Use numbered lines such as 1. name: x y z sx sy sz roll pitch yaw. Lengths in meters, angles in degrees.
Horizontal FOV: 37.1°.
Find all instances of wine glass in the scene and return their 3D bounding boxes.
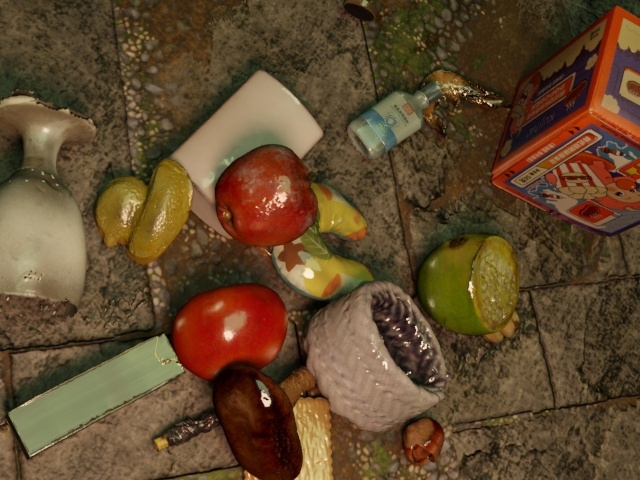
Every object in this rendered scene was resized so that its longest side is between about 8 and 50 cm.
1. wine glass: -0.455 -0.042 1.504 0.190 0.190 0.357 7 73 -19

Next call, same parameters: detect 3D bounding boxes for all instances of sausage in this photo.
1. sausage: -0.069 0.039 1.717 0.116 0.026 0.026 38 65 -6

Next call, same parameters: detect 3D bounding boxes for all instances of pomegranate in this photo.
1. pomegranate: 0.278 0.085 1.775 0.240 0.159 0.190 16 75 -46

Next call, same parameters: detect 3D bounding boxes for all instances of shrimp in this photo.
1. shrimp: 0.288 -0.263 1.935 0.195 0.035 0.148 20 64 -4

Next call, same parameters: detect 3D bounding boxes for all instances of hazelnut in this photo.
1. hazelnut: 0.184 0.357 1.694 0.086 0.086 0.087 6 72 -19

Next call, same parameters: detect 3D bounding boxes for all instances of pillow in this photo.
1. pillow: 0.000 0.000 1.715 0.214 0.086 0.233 13 55 -29

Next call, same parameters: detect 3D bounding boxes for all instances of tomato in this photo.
1. tomato: -0.146 0.152 1.564 0.195 0.195 0.136 -10 65 -23

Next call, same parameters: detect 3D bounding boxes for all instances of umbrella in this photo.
1. umbrella: -0.208 0.307 1.575 0.143 0.037 0.040 -21 96 -28

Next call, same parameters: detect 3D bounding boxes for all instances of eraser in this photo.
1. eraser: -0.139 -0.160 1.711 0.174 0.094 0.270 45 65 -10

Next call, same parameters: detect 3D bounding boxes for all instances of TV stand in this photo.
1. TV stand: -0.354 0.243 1.510 0.269 0.088 0.083 -26 84 -25

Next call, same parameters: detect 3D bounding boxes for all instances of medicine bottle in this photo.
1. medicine bottle: 0.151 -0.242 1.863 0.208 0.054 0.090 -37 88 -20

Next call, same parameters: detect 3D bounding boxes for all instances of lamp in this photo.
1. lamp: 0.116 -0.550 1.918 0.121 0.121 0.215 24 81 -13

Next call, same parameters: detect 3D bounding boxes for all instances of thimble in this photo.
1. thimble: 0.094 0.199 1.620 0.245 0.157 0.217 48 31 -18

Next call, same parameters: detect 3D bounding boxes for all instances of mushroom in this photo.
1. mushroom: -0.069 0.253 1.557 0.217 0.147 0.227 -48 139 -45

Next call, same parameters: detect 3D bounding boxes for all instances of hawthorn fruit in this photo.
1. hawthorn fruit: -0.092 -0.072 1.585 0.172 0.173 0.173 6 72 -19

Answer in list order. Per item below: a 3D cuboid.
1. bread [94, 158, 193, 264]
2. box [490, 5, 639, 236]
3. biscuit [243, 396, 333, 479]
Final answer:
1. bread: -0.301 -0.058 1.598 0.149 0.065 0.188 35 100 2
2. box: 0.572 -0.210 1.860 0.318 0.348 0.257 25 67 -14
3. biscuit: -0.055 0.390 1.613 0.160 0.030 0.250 3 74 -19
